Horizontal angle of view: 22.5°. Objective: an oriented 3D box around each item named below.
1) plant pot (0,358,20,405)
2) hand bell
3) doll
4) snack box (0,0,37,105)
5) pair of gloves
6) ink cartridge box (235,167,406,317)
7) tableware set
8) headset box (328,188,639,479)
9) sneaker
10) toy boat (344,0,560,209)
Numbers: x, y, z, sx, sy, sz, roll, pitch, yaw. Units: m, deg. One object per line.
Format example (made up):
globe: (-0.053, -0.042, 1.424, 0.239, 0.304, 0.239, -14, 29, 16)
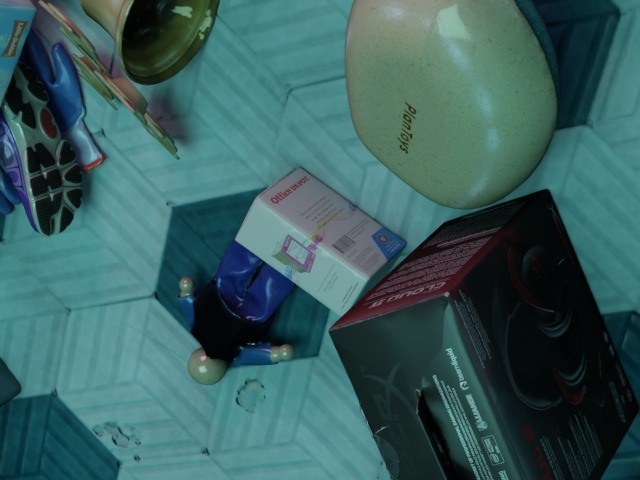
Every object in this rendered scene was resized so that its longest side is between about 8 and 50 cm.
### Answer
plant pot: (-0.458, 0.164, 1.598, 0.165, 0.234, 0.165, -35, 91, 30)
hand bell: (-0.219, -0.245, 1.433, 0.242, 0.126, 0.126, 31, 119, 26)
doll: (-0.072, 0.065, 1.494, 0.129, 0.046, 0.189, 38, 119, 9)
snack box: (-0.378, -0.133, 1.510, 0.187, 0.060, 0.322, 50, 125, 34)
pair of gloves: (-0.303, -0.112, 1.548, 0.198, 0.023, 0.159, -23, 97, 29)
ink cartridge box: (0.000, 0.000, 1.412, 0.122, 0.088, 0.052, 37, 122, 9)
tableware set: (-0.186, -0.138, 1.424, 0.020, 0.168, 0.141, -43, 71, -6)
headset box: (0.134, 0.112, 1.274, 0.110, 0.293, 0.218, -19, 99, 29)
sneaker: (-0.278, -0.085, 1.511, 0.071, 0.068, 0.170, -15, 94, 41)
toy boat: (0.067, -0.182, 1.273, 0.318, 0.148, 0.267, 42, 158, 12)
